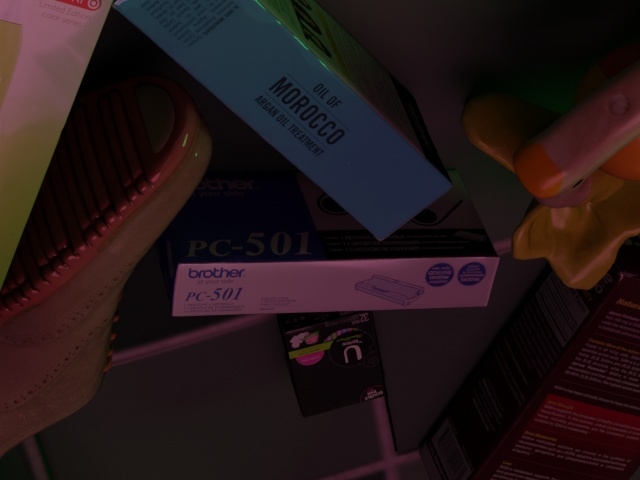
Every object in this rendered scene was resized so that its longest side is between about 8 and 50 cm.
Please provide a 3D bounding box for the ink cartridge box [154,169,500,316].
[{"bbox_3d":[0.000,0.000,1.164,0.207,0.097,0.046,-2,127,-16],"label":"ink cartridge box"}]

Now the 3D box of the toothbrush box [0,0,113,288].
[{"bbox_3d":[-0.236,-0.117,0.964,0.206,0.122,0.283,15,111,-26],"label":"toothbrush box"}]

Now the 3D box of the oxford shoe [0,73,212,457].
[{"bbox_3d":[-0.170,0.031,1.136,0.130,0.123,0.348,26,126,-38],"label":"oxford shoe"}]

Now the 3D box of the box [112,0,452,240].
[{"bbox_3d":[-0.026,-0.108,1.070,0.060,0.100,0.244,-38,128,16],"label":"box"}]

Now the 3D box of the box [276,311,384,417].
[{"bbox_3d":[0.005,0.070,1.250,0.062,0.052,0.083,-14,131,-4],"label":"box"}]

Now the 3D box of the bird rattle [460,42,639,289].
[{"bbox_3d":[0.211,-0.072,1.100,0.253,0.143,0.207,-26,174,18],"label":"bird rattle"}]

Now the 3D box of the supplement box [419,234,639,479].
[{"bbox_3d":[0.190,0.105,1.319,0.130,0.073,0.239,16,122,-29],"label":"supplement box"}]
